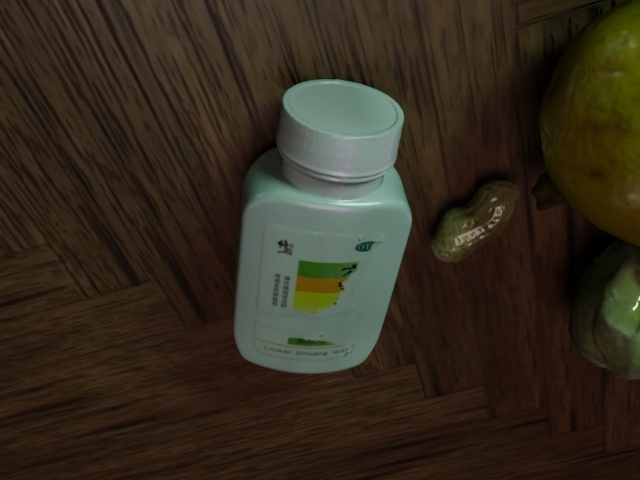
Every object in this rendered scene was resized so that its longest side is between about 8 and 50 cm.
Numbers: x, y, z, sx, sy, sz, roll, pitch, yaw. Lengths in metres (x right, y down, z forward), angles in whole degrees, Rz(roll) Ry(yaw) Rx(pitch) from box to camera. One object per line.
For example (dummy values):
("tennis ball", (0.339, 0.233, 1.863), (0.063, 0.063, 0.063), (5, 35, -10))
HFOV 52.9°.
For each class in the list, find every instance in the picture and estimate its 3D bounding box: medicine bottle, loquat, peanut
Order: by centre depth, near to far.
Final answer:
("loquat", (0.279, -0.090, 0.539), (0.213, 0.213, 0.246), (24, 146, -23))
("medicine bottle", (0.000, 0.000, 0.631), (0.161, 0.111, 0.296), (4, 127, -10))
("peanut", (0.160, -0.020, 0.671), (0.054, 0.054, 0.113), (33, 116, -28))

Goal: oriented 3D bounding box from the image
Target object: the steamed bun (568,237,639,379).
("steamed bun", (0.479, 0.080, 0.679), (0.372, 0.230, 0.325), (18, 128, -22))
